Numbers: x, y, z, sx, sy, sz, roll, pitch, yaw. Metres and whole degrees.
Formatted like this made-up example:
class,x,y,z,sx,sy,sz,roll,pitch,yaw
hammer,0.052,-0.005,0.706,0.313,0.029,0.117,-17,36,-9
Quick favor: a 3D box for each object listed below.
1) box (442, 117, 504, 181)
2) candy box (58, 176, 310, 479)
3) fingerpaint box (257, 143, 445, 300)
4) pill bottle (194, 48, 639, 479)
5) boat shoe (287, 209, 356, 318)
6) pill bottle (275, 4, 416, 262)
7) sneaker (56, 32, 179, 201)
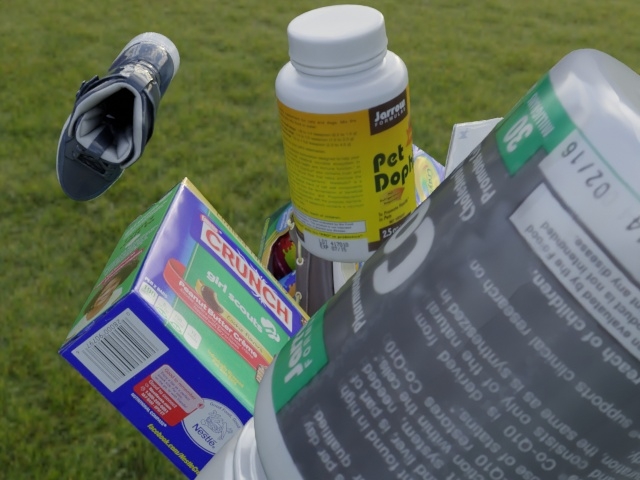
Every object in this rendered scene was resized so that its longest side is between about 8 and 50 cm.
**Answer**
class,x,y,z,sx,sy,sz,roll,pitch,yaw
box,0.307,-0.073,1.670,0.149,0.232,0.126,-4,53,29
candy box,-0.131,0.110,1.206,0.122,0.268,0.317,-37,18,15
fingerpaint box,0.034,0.081,1.846,0.163,0.371,0.444,32,47,-26
pill bottle,0.093,0.088,0.599,0.204,0.361,0.204,35,24,-18
boat shoe,0.000,0.000,1.529,0.097,0.324,0.116,-6,-6,16
pill bottle,0.024,-0.095,0.946,0.117,0.215,0.117,-5,33,3
sneaker,-0.237,-0.102,1.120,0.086,0.226,0.163,28,31,-13
